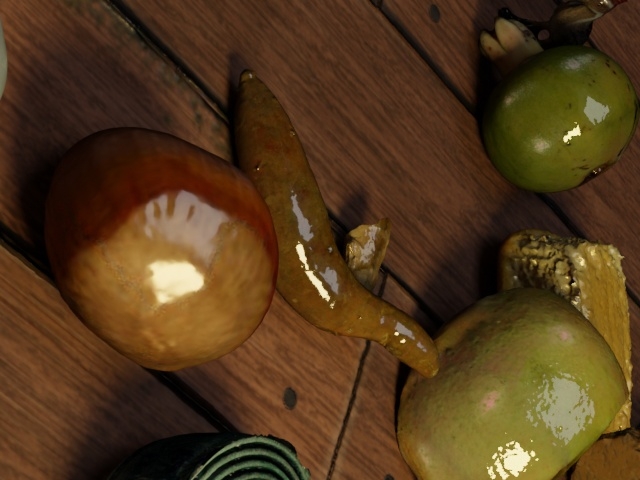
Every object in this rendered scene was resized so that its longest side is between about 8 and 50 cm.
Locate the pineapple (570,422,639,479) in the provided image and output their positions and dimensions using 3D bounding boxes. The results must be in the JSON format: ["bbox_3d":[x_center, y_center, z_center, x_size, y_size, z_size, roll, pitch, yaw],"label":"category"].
[{"bbox_3d":[0.393,0.269,2.028,0.248,0.128,0.128,-4,83,-56],"label":"pineapple"}]

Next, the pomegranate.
[{"bbox_3d":[0.252,-0.152,1.939,0.210,0.179,0.179,38,47,-5],"label":"pomegranate"}]

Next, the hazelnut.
[{"bbox_3d":[-0.127,-0.002,1.395,0.214,0.176,0.214,58,13,-21],"label":"hazelnut"}]

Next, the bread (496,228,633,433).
[{"bbox_3d":[0.271,0.105,1.913,0.174,0.121,0.246,13,70,-55],"label":"bread"}]

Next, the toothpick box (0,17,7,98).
[{"bbox_3d":[-0.327,-0.189,1.119,0.263,0.263,0.355,-11,90,-53],"label":"toothpick box"}]

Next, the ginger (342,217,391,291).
[{"bbox_3d":[0.034,0.036,1.696,0.057,0.044,0.137,75,31,-57],"label":"ginger"}]

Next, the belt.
[{"bbox_3d":[-0.105,0.269,1.389,0.267,0.116,0.206,-36,115,-52],"label":"belt"}]

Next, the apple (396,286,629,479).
[{"bbox_3d":[0.191,0.159,1.739,0.265,0.120,0.193,-38,98,-19],"label":"apple"}]

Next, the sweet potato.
[{"bbox_3d":[-0.003,0.007,1.609,0.108,0.079,0.346,-39,103,-29],"label":"sweet potato"}]

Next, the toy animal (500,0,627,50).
[{"bbox_3d":[0.286,-0.252,2.007,0.105,0.202,0.070,8,70,-27],"label":"toy animal"}]
